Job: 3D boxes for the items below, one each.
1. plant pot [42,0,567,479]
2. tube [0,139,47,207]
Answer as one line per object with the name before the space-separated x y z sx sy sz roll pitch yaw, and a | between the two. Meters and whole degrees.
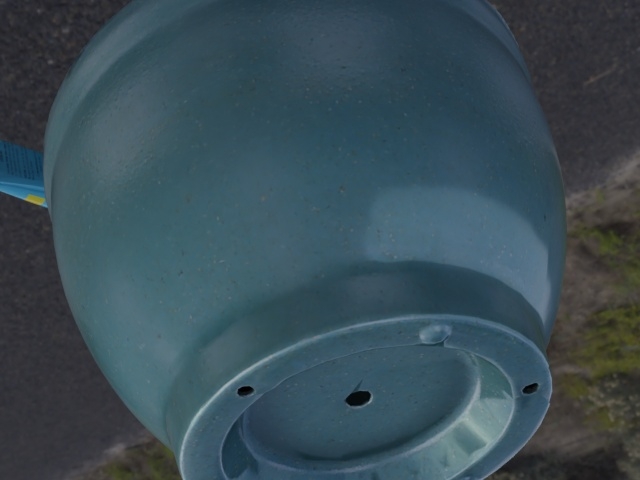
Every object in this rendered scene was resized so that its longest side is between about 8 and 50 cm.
plant pot | 0.004 0.025 0.445 0.293 0.196 0.293 -8 136 -7
tube | -0.233 -0.047 0.810 0.207 0.080 0.052 21 111 -37
